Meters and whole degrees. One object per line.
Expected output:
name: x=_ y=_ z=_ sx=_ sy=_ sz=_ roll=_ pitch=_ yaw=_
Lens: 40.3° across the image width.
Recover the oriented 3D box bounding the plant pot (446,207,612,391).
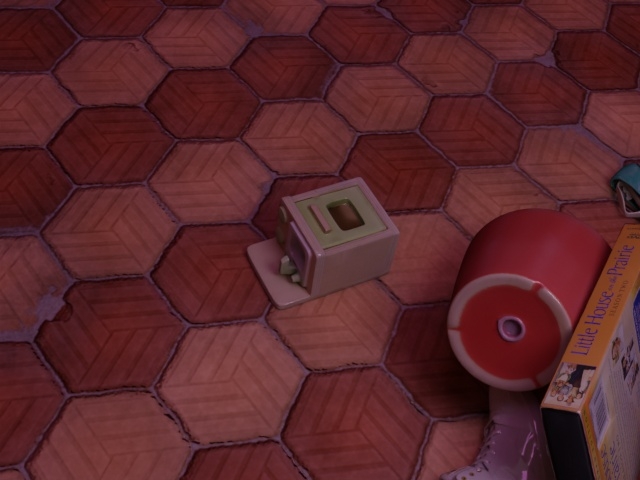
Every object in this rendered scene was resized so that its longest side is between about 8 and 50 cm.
plant pot: x=0.331 y=0.104 z=1.406 sx=0.275 sy=0.275 sz=0.243 roll=29 pitch=27 yaw=15

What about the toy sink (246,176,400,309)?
toy sink: x=0.000 y=0.000 z=1.580 sx=0.234 sy=0.131 sz=0.152 roll=-17 pitch=54 yaw=-21

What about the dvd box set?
dvd box set: x=0.453 y=0.216 z=1.332 sx=0.062 sy=0.307 sz=0.420 roll=4 pitch=39 yaw=35

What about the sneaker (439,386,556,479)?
sneaker: x=0.264 y=0.337 z=1.354 sx=0.169 sy=0.108 sz=0.292 roll=2 pitch=51 yaw=-11

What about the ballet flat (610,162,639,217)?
ballet flat: x=0.670 y=-0.052 z=1.777 sx=0.087 sy=0.083 sz=0.247 roll=-26 pitch=55 yaw=1
